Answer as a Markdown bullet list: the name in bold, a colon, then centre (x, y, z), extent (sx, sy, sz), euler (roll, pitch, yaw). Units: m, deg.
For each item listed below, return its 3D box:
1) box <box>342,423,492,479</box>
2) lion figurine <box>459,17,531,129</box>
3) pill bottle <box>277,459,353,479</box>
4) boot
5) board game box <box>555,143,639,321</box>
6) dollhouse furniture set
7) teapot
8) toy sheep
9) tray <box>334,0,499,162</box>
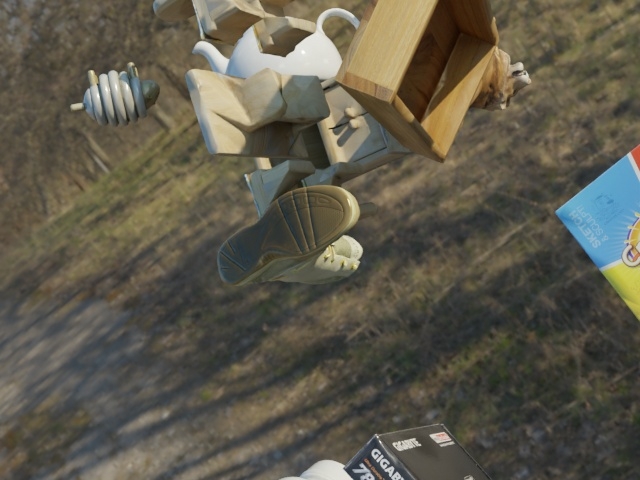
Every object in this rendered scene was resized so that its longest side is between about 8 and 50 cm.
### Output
- **box**: centre (0.194, 0.369, 1.117), extent (0.073, 0.293, 0.295), euler (-46, -23, 10)
- **lion figurine**: centre (0.276, -0.304, 1.740), extent (0.142, 0.240, 0.392), euler (21, 47, 35)
- **pill bottle**: centre (-0.059, 0.482, 1.354), extent (0.176, 0.176, 0.318), euler (-22, 7, 42)
- **boot**: centre (0.000, 0.000, 1.052), extent (0.213, 0.077, 0.165), euler (-29, -23, 37)
- **board game box**: centre (0.554, 0.005, 1.336), extent (0.242, 0.316, 0.064), euler (-42, -27, 20)
- **dollhouse furniture set**: centre (-0.079, -0.163, 1.311), extent (0.256, 0.362, 0.394), euler (-23, -9, 30)
- **teapot**: centre (-0.075, -0.365, 1.746), extent (0.253, 0.187, 0.256), euler (-23, -13, 41)
- **toy sheep**: centre (-0.301, -0.209, 1.279), extent (0.132, 0.091, 0.091), euler (-13, 17, -4)
- **tray**: centre (0.137, -0.233, 1.102), extent (0.202, 0.076, 0.411), euler (-66, -15, 3)
